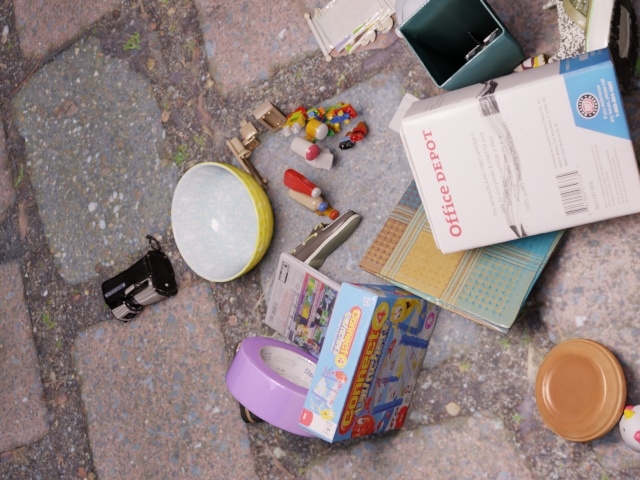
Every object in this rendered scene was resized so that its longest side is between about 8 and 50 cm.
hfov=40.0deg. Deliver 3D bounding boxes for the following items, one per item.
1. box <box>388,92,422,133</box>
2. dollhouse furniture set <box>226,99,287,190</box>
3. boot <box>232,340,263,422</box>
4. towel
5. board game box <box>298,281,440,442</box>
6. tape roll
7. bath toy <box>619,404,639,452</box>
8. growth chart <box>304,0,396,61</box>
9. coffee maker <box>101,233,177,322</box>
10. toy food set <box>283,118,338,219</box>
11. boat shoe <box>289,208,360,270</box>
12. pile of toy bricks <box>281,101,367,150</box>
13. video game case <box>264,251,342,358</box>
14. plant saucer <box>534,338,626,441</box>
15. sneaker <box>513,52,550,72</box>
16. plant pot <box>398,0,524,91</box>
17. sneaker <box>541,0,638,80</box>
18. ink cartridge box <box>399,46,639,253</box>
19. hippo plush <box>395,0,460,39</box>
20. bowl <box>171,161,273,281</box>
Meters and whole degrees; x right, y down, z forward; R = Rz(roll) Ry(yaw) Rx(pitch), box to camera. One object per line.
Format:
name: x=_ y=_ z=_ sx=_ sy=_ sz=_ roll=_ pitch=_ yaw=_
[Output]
box: x=0.226 y=-0.255 z=1.919 sx=0.102 sy=0.101 sz=0.087 roll=35 pitch=104 yaw=31
dollhouse furniture set: x=-0.129 y=-0.229 z=2.134 sx=0.151 sy=0.144 sz=0.123 roll=-38 pitch=71 yaw=8
boot: x=-0.130 y=0.336 z=2.116 sx=0.137 sy=0.077 sz=0.198 roll=-9 pitch=94 yaw=27
towel: x=0.293 y=0.017 z=1.833 sx=0.370 sy=0.040 sz=0.271 roll=23 pitch=70 yaw=34
board game box: x=0.111 y=0.248 z=1.828 sx=0.086 sy=0.302 sz=0.308 roll=21 pitch=97 yaw=32
tape roll: x=-0.069 y=0.321 z=1.951 sx=0.274 sy=0.274 sz=0.090 roll=33 pitch=102 yaw=30
bath toy: x=0.675 y=0.264 z=1.573 sx=0.348 sy=0.129 sz=0.151 roll=-45 pitch=65 yaw=22
growth chart: x=0.077 y=-0.530 z=2.087 sx=0.237 sy=0.021 sz=0.172 roll=-29 pitch=72 yaw=27
coffee maker: x=-0.483 y=0.108 z=2.342 sx=0.178 sy=0.120 sz=0.171 roll=-28 pitch=48 yaw=26
toy food set: x=-0.009 y=-0.151 z=2.011 sx=0.104 sy=0.111 sz=0.232 roll=31 pitch=128 yaw=29
boat shoe: x=0.000 y=0.000 z=2.051 sx=0.228 sy=0.081 sz=0.069 roll=-46 pitch=68 yaw=23
pile of toy bricks: x=0.023 y=-0.284 z=2.066 sx=0.212 sy=0.118 sz=0.105 roll=-11 pitch=45 yaw=42
video game case: x=-0.039 y=0.153 z=2.054 sx=0.183 sy=0.023 sz=0.201 roll=31 pitch=121 yaw=27
plant saucer: x=0.494 y=0.288 z=1.702 sx=0.200 sy=0.037 sz=0.200 roll=-19 pitch=65 yaw=46
sneaker: x=0.451 y=-0.287 z=1.807 sx=0.083 sy=0.069 sz=0.186 roll=-21 pitch=69 yaw=38
plant pot: x=0.310 y=-0.400 z=1.801 sx=0.165 sy=0.234 sz=0.166 roll=-39 pitch=67 yaw=23
sneaker: x=0.517 y=-0.512 z=1.741 sx=0.182 sy=0.158 sz=0.411 roll=0 pitch=83 yaw=41
ink cartridge box: x=0.384 y=-0.167 z=1.674 sx=0.394 sy=0.166 sz=0.286 roll=-13 pitch=108 yaw=20
hippo plush: x=0.262 y=-0.548 z=1.875 sx=0.234 sy=0.294 sz=0.237 roll=-7 pitch=110 yaw=-9
bowl: x=-0.208 y=-0.051 z=2.131 sx=0.289 sy=0.156 sz=0.290 roll=7 pitch=102 yaw=38
